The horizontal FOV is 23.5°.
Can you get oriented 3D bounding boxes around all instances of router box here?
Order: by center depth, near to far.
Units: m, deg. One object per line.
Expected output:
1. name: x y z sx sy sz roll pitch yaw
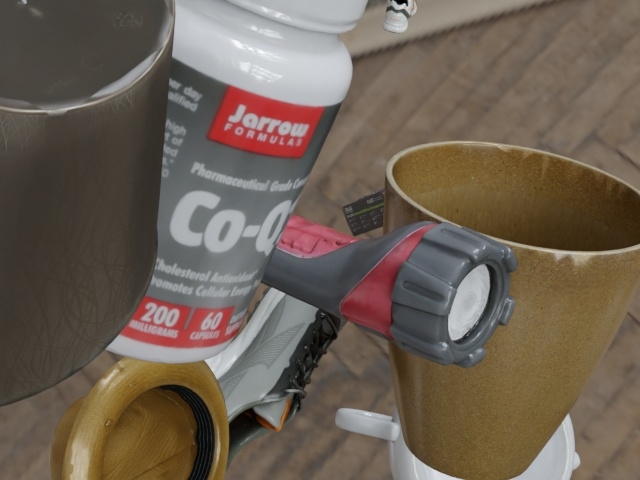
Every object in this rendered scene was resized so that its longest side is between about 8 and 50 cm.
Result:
1. router box: 0.091 -0.046 1.665 0.122 0.092 0.038 -19 93 64

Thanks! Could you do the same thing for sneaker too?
1. sneaker: -0.037 0.119 1.492 0.271 0.100 0.108 -43 55 -10
2. sneaker: 0.105 -0.306 1.969 0.040 0.044 0.109 12 35 1

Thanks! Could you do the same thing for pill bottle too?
1. pill bottle: -0.077 -0.078 0.980 0.161 0.161 0.283 45 120 39

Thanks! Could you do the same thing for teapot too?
1. teapot: 0.190 0.261 1.979 0.252 0.187 0.256 -34 94 -9

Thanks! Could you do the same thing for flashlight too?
1. flashlight: 0.000 0.000 1.171 0.304 0.103 0.103 24 41 35

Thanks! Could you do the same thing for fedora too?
1. fedora: -0.153 0.168 1.221 0.079 0.194 0.194 4 71 35

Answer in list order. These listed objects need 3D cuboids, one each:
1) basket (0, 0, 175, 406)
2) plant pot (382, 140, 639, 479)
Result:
1. basket: -0.151 -0.044 0.728 0.154 0.227 0.204 45 58 14
2. plant pot: 0.154 0.073 1.342 0.237 0.237 0.254 30 122 40
